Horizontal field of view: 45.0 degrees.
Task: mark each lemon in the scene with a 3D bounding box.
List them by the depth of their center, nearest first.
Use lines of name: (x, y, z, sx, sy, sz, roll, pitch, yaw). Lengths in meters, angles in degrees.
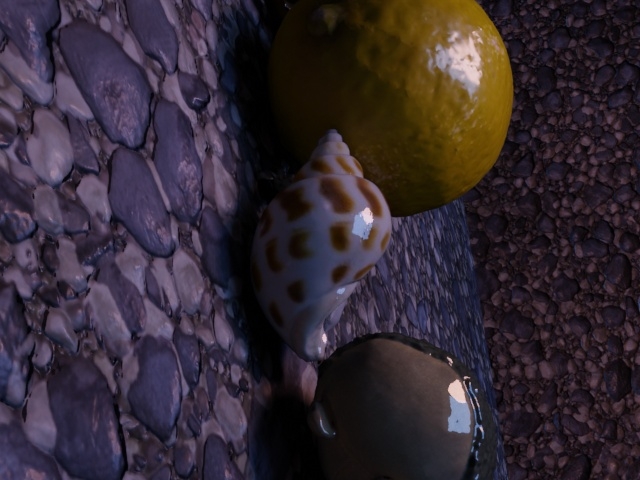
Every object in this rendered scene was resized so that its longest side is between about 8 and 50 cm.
lemon: (0.087, -0.225, 1.087, 0.364, 0.364, 0.364, -13, 90, -73)

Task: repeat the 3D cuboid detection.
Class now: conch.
conch: (0.000, 0.000, 0.925, 0.275, 0.148, 0.183, -61, 179, -18)

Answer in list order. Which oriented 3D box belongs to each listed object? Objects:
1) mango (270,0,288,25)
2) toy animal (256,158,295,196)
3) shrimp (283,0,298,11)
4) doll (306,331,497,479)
mango: (-0.044, -0.393, 1.249, 0.161, 0.076, 0.103, 58, 31, -26)
toy animal: (-0.011, -0.031, 1.099, 0.176, 0.073, 0.217, 61, 14, 0)
shrimp: (-0.037, -0.447, 1.130, 0.296, 0.169, 0.058, 43, 0, -39)
doll: (0.093, 0.247, 0.956, 0.349, 0.247, 0.247, 52, 28, -73)
